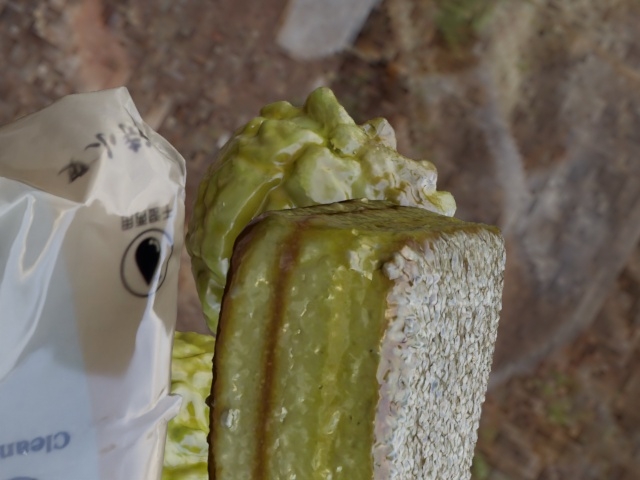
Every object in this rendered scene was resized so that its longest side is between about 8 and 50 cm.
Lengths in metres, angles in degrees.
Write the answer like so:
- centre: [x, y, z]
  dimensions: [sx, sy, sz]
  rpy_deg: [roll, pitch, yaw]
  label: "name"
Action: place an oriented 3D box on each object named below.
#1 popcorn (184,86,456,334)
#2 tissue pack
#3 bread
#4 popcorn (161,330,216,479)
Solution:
- centre: [0.004, 0.003, 1.213]
  dimensions: [0.173, 0.142, 0.173]
  rpy_deg: [1, 89, -30]
  label: "popcorn"
- centre: [-0.268, 0.110, 1.142]
  dimensions: [0.375, 0.195, 0.390]
  rpy_deg: [-6, 115, -21]
  label: "tissue pack"
- centre: [0.017, 0.072, 1.020]
  dimensions: [0.234, 0.110, 0.184]
  rpy_deg: [-6, 103, -75]
  label: "bread"
- centre: [-0.142, 0.176, 1.480]
  dimensions: [0.212, 0.259, 0.259]
  rpy_deg: [48, 69, -18]
  label: "popcorn"
